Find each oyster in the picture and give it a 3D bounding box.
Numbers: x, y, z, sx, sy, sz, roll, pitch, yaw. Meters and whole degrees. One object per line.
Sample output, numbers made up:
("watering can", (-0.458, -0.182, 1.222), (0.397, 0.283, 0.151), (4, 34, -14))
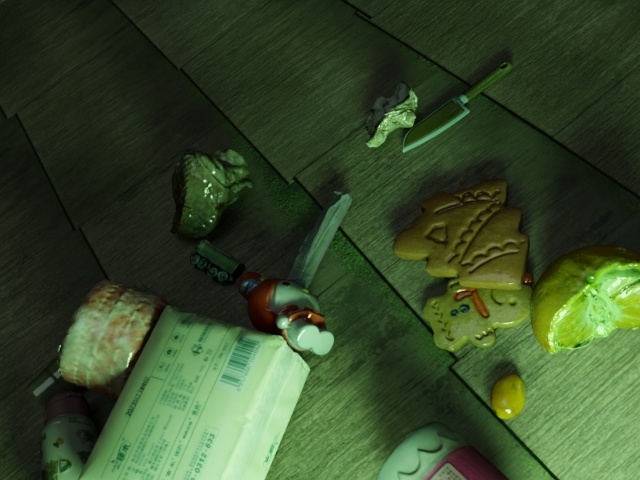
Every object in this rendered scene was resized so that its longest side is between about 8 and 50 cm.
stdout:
("oyster", (0.166, -0.292, 1.711), (0.191, 0.081, 0.163), (-46, 26, -13))

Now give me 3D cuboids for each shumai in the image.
("shumai", (-0.252, -0.113, 1.721), (0.186, 0.218, 0.184), (-2, 15, -27))

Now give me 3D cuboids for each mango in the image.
("mango", (0.336, 0.275, 1.269), (0.060, 0.046, 0.089), (16, 52, 28))

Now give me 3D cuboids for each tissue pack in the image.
("tissue pack", (-0.232, 0.341, 1.348), (0.297, 0.207, 0.380), (14, 64, 24))

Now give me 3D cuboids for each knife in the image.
("knife", (0.323, -0.316, 1.685), (0.343, 0.027, 0.061), (-36, 56, -4))

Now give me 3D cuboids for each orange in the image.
("orange", (0.473, 0.093, 1.248), (0.237, 0.179, 0.158), (-24, 55, 7))

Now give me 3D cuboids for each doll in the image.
("doll", (-0.075, 0.142, 1.452), (0.129, 0.161, 0.290), (-62, 34, 6))

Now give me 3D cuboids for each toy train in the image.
("toy train", (-0.243, 0.053, 1.658), (0.148, 0.038, 0.071), (29, 73, 34))

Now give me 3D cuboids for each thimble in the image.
("thimble", (-0.414, 0.208, 1.474), (0.162, 0.239, 0.239), (19, 64, 4))

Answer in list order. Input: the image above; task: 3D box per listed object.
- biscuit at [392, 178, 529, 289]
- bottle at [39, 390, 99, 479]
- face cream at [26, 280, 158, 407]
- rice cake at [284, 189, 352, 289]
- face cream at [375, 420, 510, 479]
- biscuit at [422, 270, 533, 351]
("biscuit", (0.309, -0.006, 1.447), (0.284, 0.043, 0.306), (-33, 45, -6))
("bottle", (-0.513, 0.429, 1.464), (0.120, 0.120, 0.253), (-26, 50, 4))
("face cream", (-0.504, 0.238, 1.620), (0.137, 0.084, 0.341), (30, 65, 38))
("rice cake", (0.000, 0.000, 1.589), (0.055, 0.049, 0.269), (-1, 54, 48))
("face cream", (0.208, 0.414, 1.141), (0.175, 0.175, 0.195), (-45, 54, -10))
("biscuit", (0.313, 0.126, 1.384), (0.226, 0.036, 0.166), (-22, 51, 6))
